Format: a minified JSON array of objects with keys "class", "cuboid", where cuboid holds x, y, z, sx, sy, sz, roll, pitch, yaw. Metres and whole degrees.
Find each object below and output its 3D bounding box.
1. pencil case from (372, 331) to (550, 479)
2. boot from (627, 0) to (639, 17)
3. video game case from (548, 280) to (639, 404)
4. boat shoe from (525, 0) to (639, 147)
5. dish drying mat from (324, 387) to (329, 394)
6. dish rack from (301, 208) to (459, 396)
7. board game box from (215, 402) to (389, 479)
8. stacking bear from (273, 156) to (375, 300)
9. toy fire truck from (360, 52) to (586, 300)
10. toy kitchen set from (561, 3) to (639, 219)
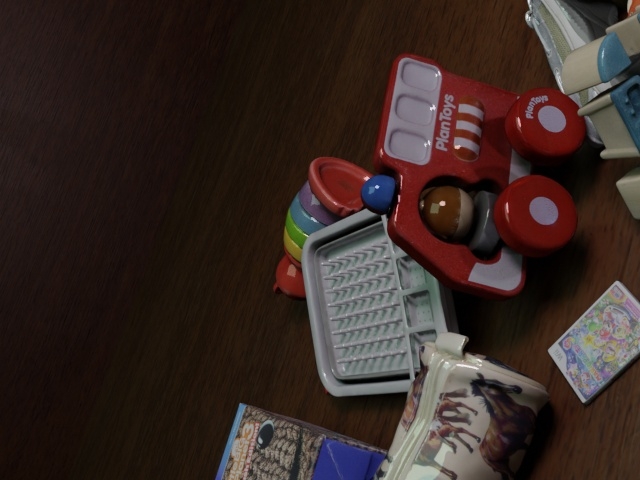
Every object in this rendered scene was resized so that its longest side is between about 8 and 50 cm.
[{"class":"pencil case","cuboid":[0.123,0.315,0.795,0.159,0.183,0.411,23,89,46]},{"class":"boot","cuboid":[0.433,-0.285,0.849,0.084,0.059,0.158,-30,36,54]},{"class":"video game case","cuboid":[0.326,0.117,0.771,0.122,0.011,0.087,-54,30,23]},{"class":"boat shoe","cuboid":[0.352,-0.268,0.919,0.103,0.118,0.321,116,151,-45]},{"class":"dish drying mat","cuboid":[0.015,0.244,1.233,0.032,0.008,0.083,-51,30,27]},{"class":"dish rack","cuboid":[0.095,0.096,1.059,0.332,0.072,0.286,-23,74,53]},{"class":"board game box","cuboid":[-0.044,0.397,1.012,0.291,0.141,0.232,-9,61,60]},{"class":"stacking bear","cuboid":[0.000,0.000,1.294,0.164,0.175,0.289,47,127,31]},{"class":"toy fire truck","cuboid":[0.184,-0.082,0.871,0.169,0.253,0.302,120,164,-69]},{"class":"toy kitchen set","cuboid":[0.394,-0.156,0.727,0.166,0.207,0.122,-36,10,-18]}]
